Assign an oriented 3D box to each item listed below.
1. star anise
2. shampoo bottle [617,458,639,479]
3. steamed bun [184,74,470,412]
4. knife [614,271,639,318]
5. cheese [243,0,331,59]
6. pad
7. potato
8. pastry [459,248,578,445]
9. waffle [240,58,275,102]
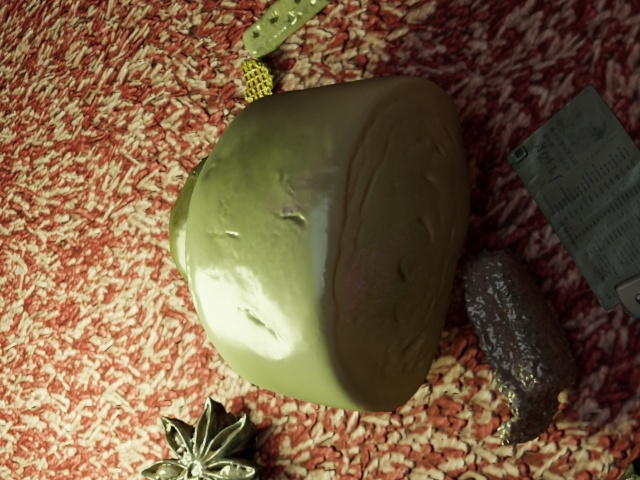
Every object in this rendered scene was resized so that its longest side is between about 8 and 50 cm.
[{"bbox_3d":[-0.185,0.387,1.766,0.236,0.109,0.223,-26,64,23],"label":"star anise"},{"bbox_3d":[0.332,0.419,1.324,0.129,0.084,0.323,44,114,32],"label":"shampoo bottle"},{"bbox_3d":[0.000,0.000,1.467,0.371,0.290,0.455,2,86,53],"label":"steamed bun"},{"bbox_3d":[0.475,0.029,1.255,0.266,0.041,0.073,-29,80,36],"label":"knife"},{"bbox_3d":[-0.056,-0.372,1.748,0.194,0.043,0.064,-36,60,36],"label":"cheese"},{"bbox_3d":[0.362,-0.059,1.381,0.159,0.009,0.265,-43,61,30],"label":"pad"},{"bbox_3d":[-0.164,-0.040,1.740,0.165,0.165,0.262,29,113,39],"label":"potato"},{"bbox_3d":[0.264,0.130,1.391,0.112,0.103,0.265,-25,74,45],"label":"pastry"},{"bbox_3d":[-0.107,-0.264,1.790,0.078,0.016,0.085,23,119,39],"label":"waffle"}]
